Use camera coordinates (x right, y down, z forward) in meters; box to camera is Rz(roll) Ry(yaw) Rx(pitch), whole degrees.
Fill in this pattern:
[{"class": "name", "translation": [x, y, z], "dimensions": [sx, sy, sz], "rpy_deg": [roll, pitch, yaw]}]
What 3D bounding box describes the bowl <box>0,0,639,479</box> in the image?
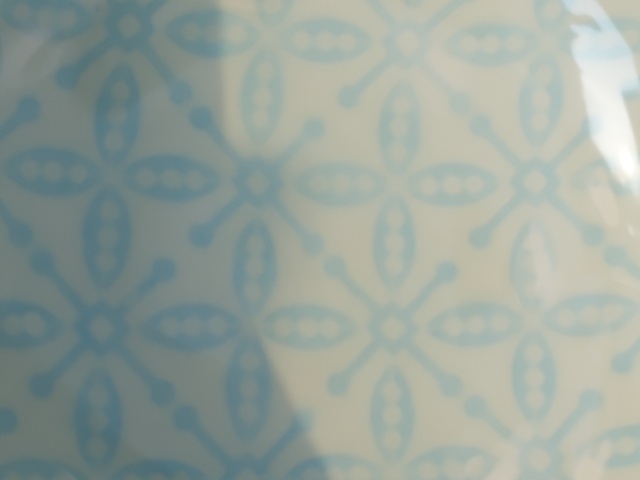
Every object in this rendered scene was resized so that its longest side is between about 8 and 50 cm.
[{"class": "bowl", "translation": [0.000, 0.000, 0.322], "dimensions": [0.289, 0.289, 0.156], "rpy_deg": [12, 164, -17]}]
